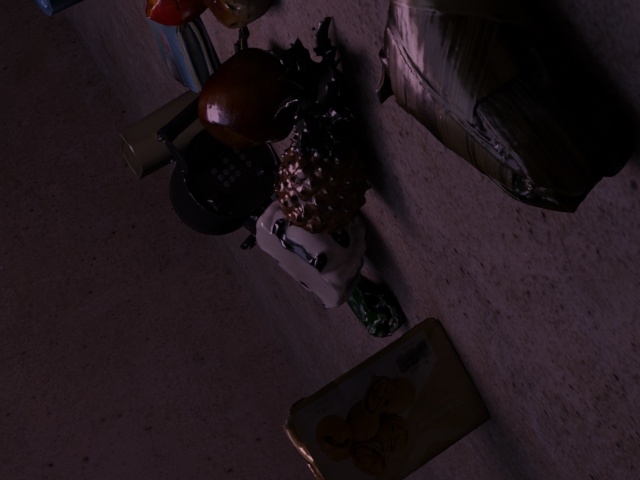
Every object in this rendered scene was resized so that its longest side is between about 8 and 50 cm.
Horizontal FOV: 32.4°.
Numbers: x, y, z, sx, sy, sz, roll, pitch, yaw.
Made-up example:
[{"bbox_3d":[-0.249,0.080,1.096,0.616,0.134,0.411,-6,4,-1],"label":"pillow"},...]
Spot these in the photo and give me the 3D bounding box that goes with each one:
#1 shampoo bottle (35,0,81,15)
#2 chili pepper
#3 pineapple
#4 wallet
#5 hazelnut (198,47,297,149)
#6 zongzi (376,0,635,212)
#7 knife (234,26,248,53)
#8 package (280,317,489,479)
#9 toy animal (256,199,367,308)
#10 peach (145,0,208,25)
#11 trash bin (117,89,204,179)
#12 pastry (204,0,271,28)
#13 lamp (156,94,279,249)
[{"bbox_3d":[-0.294,-0.526,1.481,0.331,0.342,0.331,56,168,19],"label":"shampoo bottle"},{"bbox_3d":[0.086,0.107,2.114,0.216,0.062,0.108,39,150,59],"label":"chili pepper"},{"bbox_3d":[-0.004,-0.176,1.663,0.165,0.165,0.364,50,156,38],"label":"pineapple"},{"bbox_3d":[-0.301,-0.421,2.377,0.250,0.075,0.176,40,154,59],"label":"wallet"},{"bbox_3d":[-0.122,-0.244,1.897,0.178,0.178,0.204,58,-162,7],"label":"hazelnut"},{"bbox_3d":[0.161,-0.193,0.998,0.286,0.134,0.288,43,153,35],"label":"zongzi"},{"bbox_3d":[-0.149,-0.348,2.072,0.045,0.021,0.222,61,169,6],"label":"knife"},{"bbox_3d":[0.098,0.292,1.905,0.221,0.311,0.165,60,166,-9],"label":"package"},{"bbox_3d":[0.000,0.000,1.987,0.208,0.156,0.204,39,159,15],"label":"toy animal"},{"bbox_3d":[-0.247,-0.444,1.953,0.151,0.151,0.118,-144,47,-62],"label":"peach"},{"bbox_3d":[-0.326,-0.247,2.482,0.121,0.247,0.243,58,167,-2],"label":"trash bin"},{"bbox_3d":[-0.153,-0.424,1.745,0.192,0.093,0.182,38,157,58],"label":"pastry"},{"bbox_3d":[-0.219,-0.134,2.347,0.374,0.205,0.272,53,159,-22],"label":"lamp"}]
